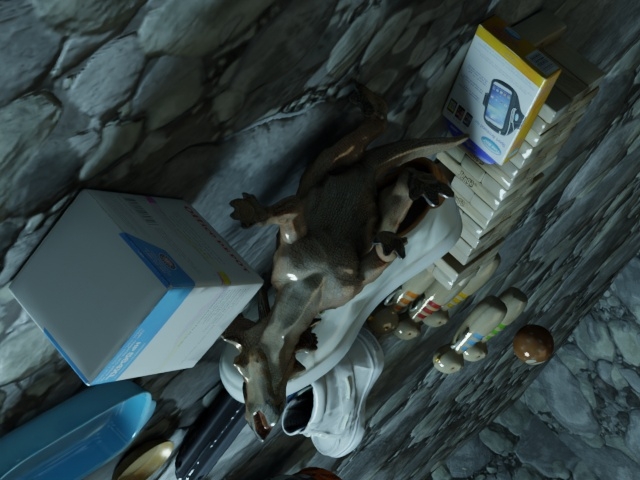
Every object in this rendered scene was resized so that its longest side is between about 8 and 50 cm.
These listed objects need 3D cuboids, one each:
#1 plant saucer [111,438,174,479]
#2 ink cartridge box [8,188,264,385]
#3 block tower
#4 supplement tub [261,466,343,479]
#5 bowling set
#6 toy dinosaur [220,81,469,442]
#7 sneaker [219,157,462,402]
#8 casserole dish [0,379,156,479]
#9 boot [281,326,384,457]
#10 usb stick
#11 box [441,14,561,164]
[{"bbox_3d":[-0.192,0.237,1.122,0.083,0.015,0.083,-40,161,-16],"label":"plant saucer"},{"bbox_3d":[-0.116,0.031,0.722,0.090,0.092,0.143,-49,160,15],"label":"ink cartridge box"},{"bbox_3d":[0.180,-0.078,1.116,0.091,0.097,0.335,-34,157,-32],"label":"block tower"},{"bbox_3d":[-0.093,0.478,1.545,0.338,0.207,0.207,-27,154,-45],"label":"supplement tub"},{"bbox_3d":[0.194,0.123,1.429,0.154,0.200,0.287,-51,157,22],"label":"bowling set"},{"bbox_3d":[0.000,0.000,0.879,0.295,0.127,0.200,-51,178,-33],"label":"toy dinosaur"},{"bbox_3d":[0.007,0.024,0.994,0.290,0.106,0.123,-43,145,-14],"label":"sneaker"},{"bbox_3d":[-0.223,0.176,0.896,0.188,0.037,0.114,-30,156,-40],"label":"casserole dish"},{"bbox_3d":[-0.004,0.220,1.392,0.123,0.095,0.258,-25,146,-32],"label":"boot"},{"bbox_3d":[-0.074,0.156,1.132,0.278,0.045,0.077,-54,-173,26],"label":"usb stick"},{"bbox_3d":[0.162,-0.132,0.982,0.028,0.081,0.136,-35,160,-29],"label":"box"}]
